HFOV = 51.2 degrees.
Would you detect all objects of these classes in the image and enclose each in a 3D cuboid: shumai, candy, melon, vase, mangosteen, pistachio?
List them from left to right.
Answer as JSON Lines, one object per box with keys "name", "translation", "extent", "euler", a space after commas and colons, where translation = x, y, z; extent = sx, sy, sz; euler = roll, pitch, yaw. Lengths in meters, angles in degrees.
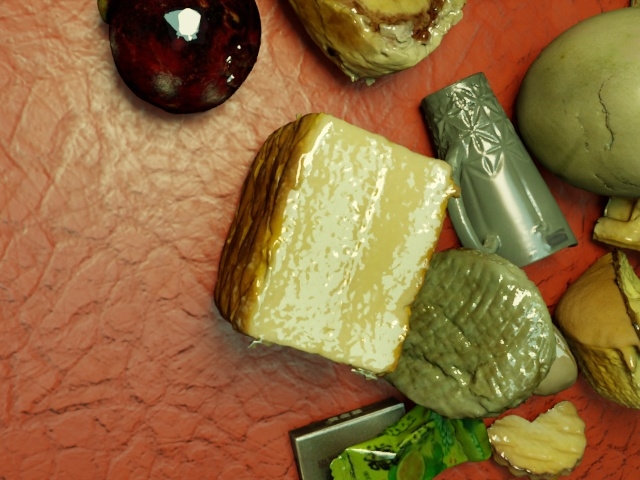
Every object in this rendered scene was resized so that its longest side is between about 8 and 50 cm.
{"name": "mangosteen", "translation": [-0.175, -0.260, 0.837], "extent": [0.210, 0.210, 0.209], "euler": [-1, 94, -16]}
{"name": "candy", "translation": [0.127, 0.312, 0.976], "extent": [0.246, 0.069, 0.149], "euler": [-28, 105, -20]}
{"name": "shumai", "translation": [0.211, 0.119, 0.922], "extent": [0.204, 0.272, 0.222], "euler": [4, 101, -49]}
{"name": "vase", "translation": [0.248, -0.090, 0.989], "extent": [0.251, 0.156, 0.300], "euler": [-28, 96, -48]}
{"name": "pistachio", "translation": [0.319, 0.162, 1.039], "extent": [0.124, 0.124, 0.185], "euler": [-41, 103, -10]}
{"name": "melon", "translation": [0.439, -0.193, 0.943], "extent": [0.269, 0.330, 0.268], "euler": [-3, 98, -22]}

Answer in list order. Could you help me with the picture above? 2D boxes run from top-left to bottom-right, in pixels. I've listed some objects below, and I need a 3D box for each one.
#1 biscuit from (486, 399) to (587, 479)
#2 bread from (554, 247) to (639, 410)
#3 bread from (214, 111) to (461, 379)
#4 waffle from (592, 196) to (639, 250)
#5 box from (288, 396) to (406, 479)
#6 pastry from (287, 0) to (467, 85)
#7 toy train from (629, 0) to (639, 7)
{"name": "biscuit", "translation": [0.353, 0.338, 1.090], "extent": [0.183, 0.061, 0.118], "euler": [-7, 54, -16]}
{"name": "bread", "translation": [0.462, 0.138, 1.049], "extent": [0.163, 0.262, 0.204], "euler": [-24, 105, 23]}
{"name": "bread", "translation": [0.000, 0.000, 0.855], "extent": [0.207, 0.279, 0.279], "euler": [17, 92, -16]}
{"name": "waffle", "translation": [0.607, -0.119, 1.017], "extent": [0.078, 0.304, 0.348], "euler": [21, 89, -46]}
{"name": "box", "translation": [0.072, 0.422, 1.022], "extent": [0.180, 0.047, 0.324], "euler": [-14, 97, -17]}
{"name": "pastry", "translation": [0.060, -0.346, 0.915], "extent": [0.256, 0.170, 0.237], "euler": [48, 59, -5]}
{"name": "toy train", "translation": [0.635, -0.397, 1.067], "extent": [0.261, 0.177, 0.134], "euler": [7, 92, -18]}
